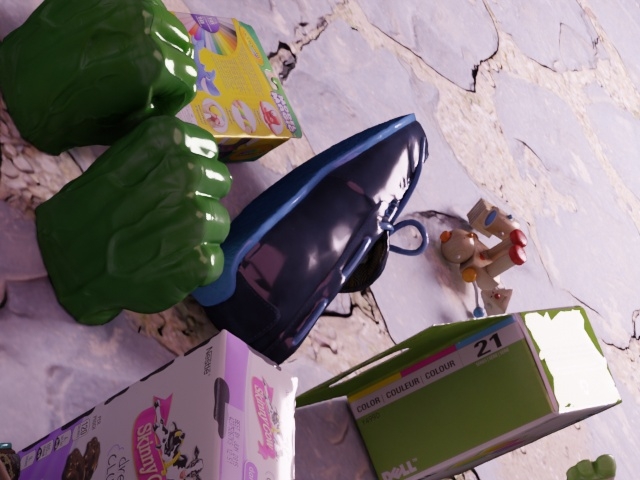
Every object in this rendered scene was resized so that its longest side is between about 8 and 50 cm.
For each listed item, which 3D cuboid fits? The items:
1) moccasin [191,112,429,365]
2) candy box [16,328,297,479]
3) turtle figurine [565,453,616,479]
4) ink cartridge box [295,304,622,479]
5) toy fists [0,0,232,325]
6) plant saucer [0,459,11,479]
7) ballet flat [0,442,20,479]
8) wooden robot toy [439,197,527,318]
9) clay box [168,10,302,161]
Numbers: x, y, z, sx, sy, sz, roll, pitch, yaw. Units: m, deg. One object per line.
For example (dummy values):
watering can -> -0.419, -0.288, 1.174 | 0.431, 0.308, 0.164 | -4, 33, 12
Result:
moccasin -> 0.000, 0.000, 1.405 | 0.342, 0.138, 0.117 | -42, 104, -46
candy box -> -0.108, 0.171, 0.990 | 0.070, 0.196, 0.165 | 38, 35, -32
turtle figurine -> 0.311, 0.296, 1.420 | 0.275, 0.198, 0.266 | 29, 38, -45
ink cartridge box -> 0.103, 0.137, 1.349 | 0.255, 0.189, 0.097 | -3, 67, -55
toy fists -> -0.144, -0.078, 1.216 | 0.096, 0.142, 0.279 | 15, 52, -51
plant saucer -> -0.164, 0.235, 0.825 | 0.041, 0.278, 0.278 | -13, 71, -23
ballet flat -> -0.247, 0.147, 0.942 | 0.188, 0.070, 0.070 | 10, 55, -49
wooden robot toy -> 0.162, 0.003, 1.681 | 0.079, 0.076, 0.173 | 33, 37, -20
clay box -> -0.111, -0.132, 1.405 | 0.222, 0.053, 0.127 | -3, 66, -59
